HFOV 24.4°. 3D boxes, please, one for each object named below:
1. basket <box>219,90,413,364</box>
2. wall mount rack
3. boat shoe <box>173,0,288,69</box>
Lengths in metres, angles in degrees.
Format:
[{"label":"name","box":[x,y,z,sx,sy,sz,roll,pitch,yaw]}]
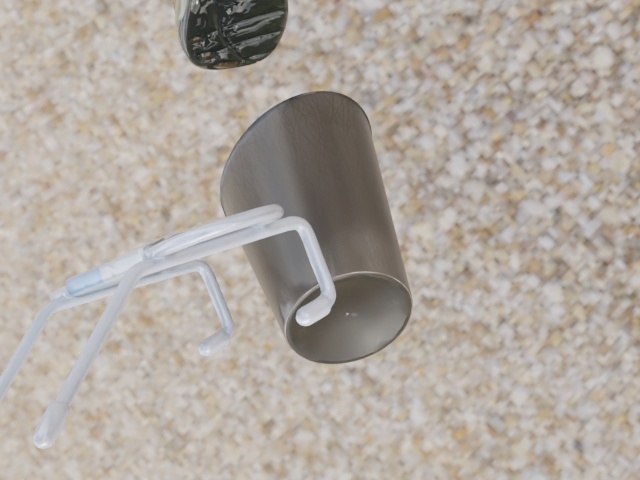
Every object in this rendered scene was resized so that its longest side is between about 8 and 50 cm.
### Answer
[{"label":"basket","box":[0.000,0.000,1.475,0.204,0.154,0.227,-59,33,34]},{"label":"wall mount rack","box":[-0.166,0.077,1.288,0.350,0.304,0.130,-22,88,57]},{"label":"boat shoe","box":[-0.077,-0.298,1.259,0.324,0.122,0.120,108,151,-43]}]
